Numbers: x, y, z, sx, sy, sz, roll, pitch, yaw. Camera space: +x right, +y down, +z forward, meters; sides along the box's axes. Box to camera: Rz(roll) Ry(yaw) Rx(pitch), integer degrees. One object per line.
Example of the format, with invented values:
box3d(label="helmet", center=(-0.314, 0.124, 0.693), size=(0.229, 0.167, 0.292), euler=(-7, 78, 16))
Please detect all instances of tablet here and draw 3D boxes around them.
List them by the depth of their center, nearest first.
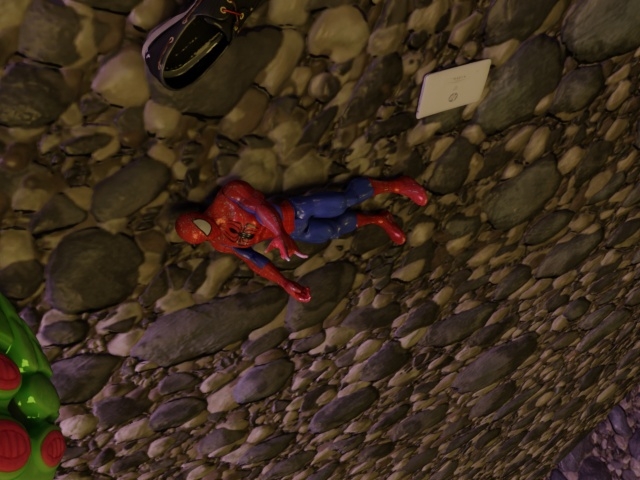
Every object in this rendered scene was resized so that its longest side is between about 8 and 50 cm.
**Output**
box3d(label="tablet", center=(0.137, -0.156, 0.771), size=(0.083, 0.006, 0.054), euler=(-19, 142, -23))

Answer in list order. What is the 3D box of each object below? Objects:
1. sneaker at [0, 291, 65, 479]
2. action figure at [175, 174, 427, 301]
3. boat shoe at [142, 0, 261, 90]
box3d(label="sneaker", center=(-0.391, 0.100, 0.513), size=(0.202, 0.185, 0.482), euler=(-30, 146, 24))
box3d(label="action figure", center=(0.000, 0.000, 0.731), size=(0.280, 0.139, 0.092), euler=(-4, 133, -34))
box3d(label="boat shoe", center=(-0.074, -0.165, 0.552), size=(0.133, 0.042, 0.049), euler=(-43, 143, 8))
